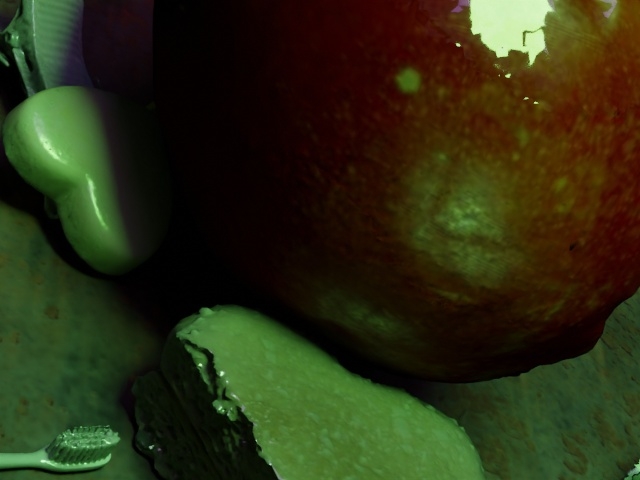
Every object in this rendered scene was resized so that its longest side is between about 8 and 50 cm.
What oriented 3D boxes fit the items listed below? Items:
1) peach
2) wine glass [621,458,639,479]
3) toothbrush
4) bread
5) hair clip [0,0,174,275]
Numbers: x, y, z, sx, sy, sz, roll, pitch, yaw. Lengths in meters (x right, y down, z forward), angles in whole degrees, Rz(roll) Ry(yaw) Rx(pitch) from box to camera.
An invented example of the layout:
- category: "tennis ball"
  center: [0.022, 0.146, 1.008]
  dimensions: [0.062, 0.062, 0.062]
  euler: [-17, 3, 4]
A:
- category: "peach"
  center: [0.050, -0.125, 1.096]
  dimensions: [0.310, 0.335, 0.406]
  euler: [24, 62, -33]
- category: "wine glass"
  center: [0.289, 0.209, 1.188]
  dimensions: [0.202, 0.093, 0.093]
  euler: [46, 37, 10]
- category: "toothbrush"
  center: [-0.218, 0.112, 0.910]
  dimensions: [0.276, 0.025, 0.019]
  euler: [1, 51, -40]
- category: "bread"
  center: [0.034, 0.177, 0.999]
  dimensions: [0.183, 0.102, 0.337]
  euler: [0, 48, -46]
- category: "hair clip"
  center: [-0.145, -0.073, 1.146]
  dimensions: [0.159, 0.071, 0.218]
  euler: [8, 49, -44]
